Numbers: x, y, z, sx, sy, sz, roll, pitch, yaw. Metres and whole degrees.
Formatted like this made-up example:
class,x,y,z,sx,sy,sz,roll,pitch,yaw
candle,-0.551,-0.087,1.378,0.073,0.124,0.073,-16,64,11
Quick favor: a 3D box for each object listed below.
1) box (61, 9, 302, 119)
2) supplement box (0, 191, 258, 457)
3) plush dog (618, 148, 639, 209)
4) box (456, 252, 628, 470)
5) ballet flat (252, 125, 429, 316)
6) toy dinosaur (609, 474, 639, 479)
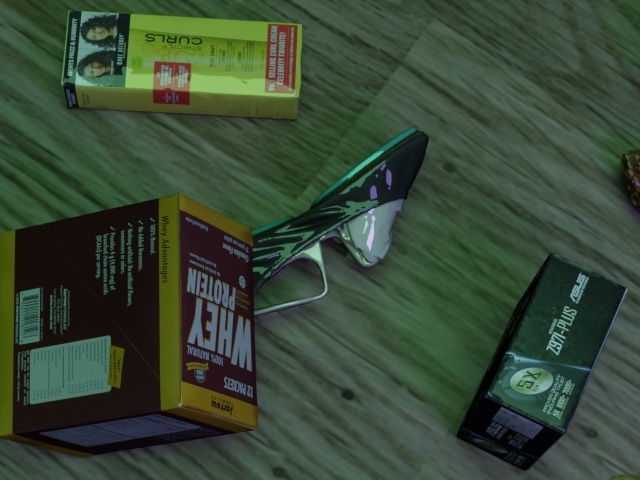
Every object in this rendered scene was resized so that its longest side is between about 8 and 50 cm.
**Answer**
class,x,y,z,sx,sy,sz,roll,pitch,yaw
box,-0.135,-0.173,1.643,0.232,0.058,0.087,4,71,-3
supplement box,-0.172,0.080,1.480,0.194,0.129,0.191,-11,70,25
plush dog,0.425,-0.060,1.604,0.225,0.210,0.262,-50,53,-2
box,0.198,0.114,1.507,0.078,0.180,0.147,26,72,5
ballet flat,0.000,0.000,1.586,0.280,0.095,0.096,-31,86,-2
toy dinosaur,0.297,0.261,1.544,0.093,0.053,0.183,31,65,23
